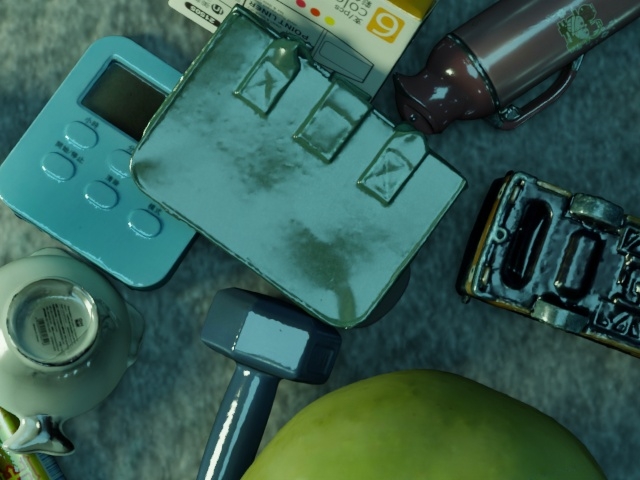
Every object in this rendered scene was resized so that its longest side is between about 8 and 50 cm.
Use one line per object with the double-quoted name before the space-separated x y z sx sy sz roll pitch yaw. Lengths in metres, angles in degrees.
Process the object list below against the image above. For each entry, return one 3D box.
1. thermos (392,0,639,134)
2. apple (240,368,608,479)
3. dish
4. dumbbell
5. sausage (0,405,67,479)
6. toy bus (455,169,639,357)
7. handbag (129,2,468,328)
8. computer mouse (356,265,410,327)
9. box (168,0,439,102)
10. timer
"thermos" 0.235 -0.226 1.715 0.330 0.136 0.109 -33 62 -3
"apple" 0.114 0.361 1.509 0.474 0.473 0.473 0 88 -3
"dish" -0.307 0.115 1.652 0.224 0.078 0.246 5 71 -14
"dumbbell" -0.096 0.222 1.659 0.144 0.160 0.324 20 89 -32
"sausage" -0.307 0.316 1.681 0.082 0.082 0.371 -30 89 -3
"toy bus" 0.326 0.045 1.659 0.323 0.194 0.162 20 88 -5
"handbag" -0.027 -0.079 1.622 0.326 0.089 0.238 37 99 -5
"computer mouse" 0.000 0.000 1.713 0.232 0.057 0.120 44 87 -1
"box" -0.017 -0.280 1.638 0.274 0.221 0.091 30 58 0
"timer" -0.221 -0.093 1.691 0.232 0.091 0.250 32 81 -1
